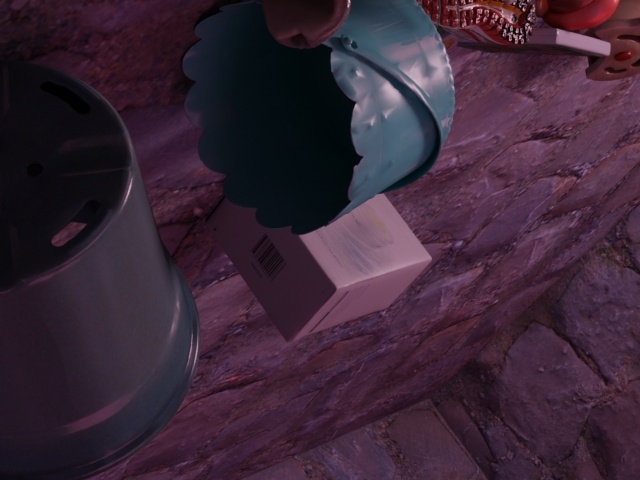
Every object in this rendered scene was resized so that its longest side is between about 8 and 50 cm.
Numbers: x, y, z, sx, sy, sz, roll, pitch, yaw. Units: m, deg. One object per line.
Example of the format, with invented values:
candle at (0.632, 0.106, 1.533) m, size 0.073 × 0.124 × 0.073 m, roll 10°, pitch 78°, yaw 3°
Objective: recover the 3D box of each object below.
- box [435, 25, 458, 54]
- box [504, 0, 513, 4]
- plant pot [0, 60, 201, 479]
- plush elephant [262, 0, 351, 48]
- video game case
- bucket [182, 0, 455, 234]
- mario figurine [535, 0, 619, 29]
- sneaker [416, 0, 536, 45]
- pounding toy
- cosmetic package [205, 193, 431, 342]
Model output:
box at (0.036, -0.210, 1.664) m, size 0.324 × 0.063 × 0.067 m, roll -30°, pitch 161°, yaw -17°
box at (0.211, -0.383, 1.351) m, size 0.182 × 0.181 × 0.119 m, roll -38°, pitch 162°, yaw 4°
plant pot at (-0.294, 0.023, 1.268) m, size 0.341 × 0.341 × 0.334 m, roll -29°, pitch 154°, yaw -20°
plush elephant at (-0.012, -0.302, 1.023) m, size 0.272 × 0.255 × 0.330 m, roll -45°, pitch 161°, yaw 25°
video game case at (0.278, -0.277, 1.795) m, size 0.212 × 0.193 × 0.023 m, roll -5°, pitch 101°, yaw -58°
bucket at (0.002, -0.157, 1.424) m, size 0.183 × 0.281 × 0.281 m, roll -27°, pitch 161°, yaw -37°
mario figurine at (0.284, -0.388, 1.643) m, size 0.320 × 0.198 × 0.170 m, roll 38°, pitch 61°, yaw -63°
sneaker at (0.163, -0.291, 1.601) m, size 0.225 × 0.088 × 0.093 m, roll 19°, pitch 172°, yaw -38°
pounding toy at (0.494, -0.364, 2.114) m, size 0.154 × 0.154 × 0.269 m, roll -12°, pitch 161°, yaw 23°
cosmetic package at (0.000, 0.000, 1.867) m, size 0.225 × 0.224 × 0.138 m, roll -15°, pitch 153°, yaw -49°
